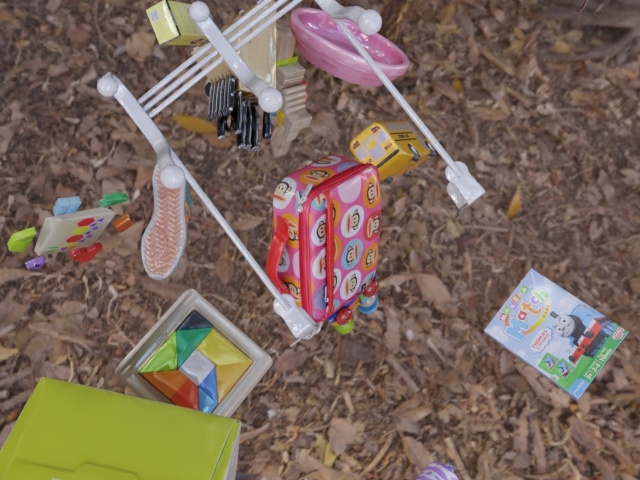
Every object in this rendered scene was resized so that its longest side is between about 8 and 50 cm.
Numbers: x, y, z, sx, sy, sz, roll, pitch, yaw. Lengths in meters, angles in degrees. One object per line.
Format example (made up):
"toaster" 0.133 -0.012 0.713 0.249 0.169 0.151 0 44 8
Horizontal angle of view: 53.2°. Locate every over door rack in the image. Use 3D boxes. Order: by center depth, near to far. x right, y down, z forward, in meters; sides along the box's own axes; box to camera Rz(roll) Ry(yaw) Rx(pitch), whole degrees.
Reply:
"over door rack" -0.019 -0.093 0.602 0.239 0.108 0.324 -37 98 1

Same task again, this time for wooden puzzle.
"wooden puzzle" -0.240 0.248 1.250 0.238 0.044 0.221 44 71 -12

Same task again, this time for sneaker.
"sneaker" -0.371 -0.048 1.593 0.108 0.121 0.303 6 81 2

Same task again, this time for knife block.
"knife block" -0.144 -0.341 1.357 0.276 0.088 0.242 -52 121 -33

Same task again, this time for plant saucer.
"plant saucer" 0.068 -0.497 1.665 0.331 0.084 0.332 18 31 -11

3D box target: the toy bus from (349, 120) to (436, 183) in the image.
"toy bus" 0.196 -0.235 1.660 0.130 0.108 0.332 54 25 5

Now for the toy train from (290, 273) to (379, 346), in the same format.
"toy train" 0.034 0.173 1.451 0.248 0.143 0.105 -45 57 -12

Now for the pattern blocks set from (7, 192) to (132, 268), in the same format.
"pattern blocks set" -0.569 -0.021 1.467 0.285 0.324 0.026 -9 69 -53

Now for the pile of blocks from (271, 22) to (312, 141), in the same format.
"pile of blocks" -0.105 -0.495 1.969 0.112 0.363 0.148 -25 30 -37

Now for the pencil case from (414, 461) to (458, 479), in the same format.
"pencil case" 0.183 0.504 1.183 0.088 0.086 0.206 38 46 22

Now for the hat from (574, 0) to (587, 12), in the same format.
"hat" 0.403 -0.456 0.867 0.208 0.173 0.184 31 89 -31

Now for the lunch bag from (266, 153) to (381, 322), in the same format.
"lunch bag" 0.000 0.000 1.215 0.120 0.293 0.258 23 38 36

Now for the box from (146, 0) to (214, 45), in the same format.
"box" -0.327 -0.523 1.545 0.087 0.058 0.232 68 21 -10

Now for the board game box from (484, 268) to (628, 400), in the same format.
"board game box" 0.453 0.179 1.240 0.211 0.039 0.160 37 87 26

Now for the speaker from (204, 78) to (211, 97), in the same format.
"speaker" -0.259 -0.412 1.625 0.055 0.055 0.136 17 39 -13

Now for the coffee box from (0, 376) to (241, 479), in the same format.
"coffee box" -0.333 0.474 1.007 0.337 0.335 0.338 12 43 1
